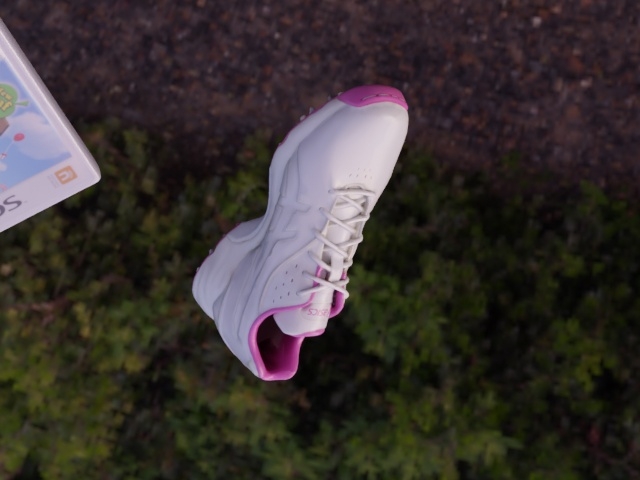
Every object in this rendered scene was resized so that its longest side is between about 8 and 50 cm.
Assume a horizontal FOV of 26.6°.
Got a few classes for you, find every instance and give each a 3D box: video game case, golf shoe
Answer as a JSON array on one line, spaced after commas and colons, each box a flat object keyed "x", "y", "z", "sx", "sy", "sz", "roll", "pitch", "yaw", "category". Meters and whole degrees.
[{"x": -0.265, "y": -0.067, "z": 0.826, "sx": 0.193, "sy": 0.023, "sz": 0.212, "roll": -28, "pitch": 135, "yaw": 0, "category": "video game case"}, {"x": 0.000, "y": 0.000, "z": 1.193, "sx": 0.115, "sy": 0.140, "sz": 0.306, "roll": 3, "pitch": 136, "yaw": -36, "category": "golf shoe"}]
